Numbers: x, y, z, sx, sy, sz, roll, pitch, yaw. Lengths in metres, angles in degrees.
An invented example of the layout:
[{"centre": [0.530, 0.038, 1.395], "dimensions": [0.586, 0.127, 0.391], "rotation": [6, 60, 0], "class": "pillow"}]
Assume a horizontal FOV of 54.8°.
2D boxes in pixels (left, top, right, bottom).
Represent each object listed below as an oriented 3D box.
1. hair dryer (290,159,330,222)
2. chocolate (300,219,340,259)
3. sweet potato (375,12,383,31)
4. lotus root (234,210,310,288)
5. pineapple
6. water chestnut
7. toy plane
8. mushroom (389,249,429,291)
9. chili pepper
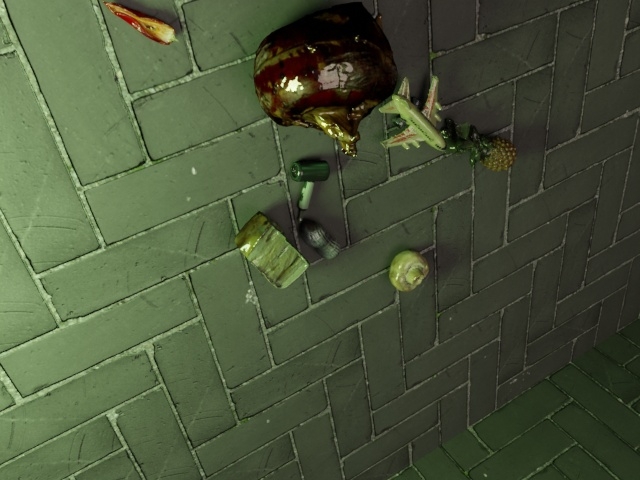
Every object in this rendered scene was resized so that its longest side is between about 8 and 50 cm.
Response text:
[{"centre": [-0.043, -0.130, 1.701], "dimensions": [0.100, 0.057, 0.198], "rotation": [-7, 127, -29], "class": "hair dryer"}, {"centre": [0.000, 0.000, 1.796], "dimensions": [0.072, 0.072, 0.167], "rotation": [-46, 136, -1], "class": "chocolate"}, {"centre": [0.140, -0.468, 1.601], "dimensions": [0.068, 0.068, 0.226], "rotation": [6, 101, -37], "class": "sweet potato"}, {"centre": [-0.137, 0.021, 1.671], "dimensions": [0.119, 0.138, 0.235], "rotation": [-40, 134, 0], "class": "lotus root"}, {"centre": [0.493, -0.297, 1.918], "dimensions": [0.277, 0.119, 0.130], "rotation": [9, 132, -36], "class": "pineapple"}, {"centre": [0.018, -0.350, 1.413], "dimensions": [0.335, 0.335, 0.347], "rotation": [-13, 89, -28], "class": "water chestnut"}, {"centre": [0.277, -0.336, 1.748], "dimensions": [0.242, 0.104, 0.256], "rotation": [-52, 133, 1], "class": "toy plane"}, {"centre": [0.290, 0.100, 2.032], "dimensions": [0.147, 0.112, 0.148], "rotation": [-20, 137, -21], "class": "mushroom"}, {"centre": [-0.372, -0.451, 1.277], "dimensions": [0.178, 0.027, 0.045], "rotation": [16, 104, -40], "class": "chili pepper"}]
